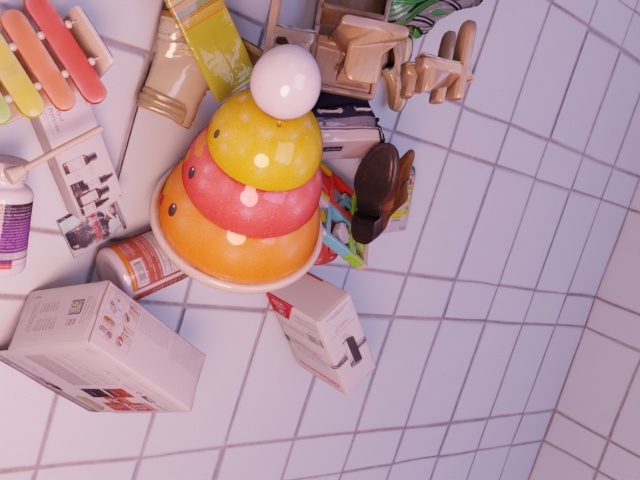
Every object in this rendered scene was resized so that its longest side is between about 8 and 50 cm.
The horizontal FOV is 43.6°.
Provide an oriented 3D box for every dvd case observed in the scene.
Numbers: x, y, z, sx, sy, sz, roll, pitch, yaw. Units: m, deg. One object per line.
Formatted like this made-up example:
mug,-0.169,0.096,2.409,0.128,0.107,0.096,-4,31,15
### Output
dvd case,-0.439,-0.030,1.541,0.119,0.013,0.087,-36,130,-29

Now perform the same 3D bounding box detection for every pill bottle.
pill bottle,-0.547,-0.045,1.358,0.108,0.108,0.193,-2,110,-44
pill bottle,-0.327,0.036,1.604,0.216,0.121,0.121,-25,125,-35

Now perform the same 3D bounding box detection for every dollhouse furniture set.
dollhouse furniture set,0.079,-0.423,1.556,0.362,0.394,0.256,9,95,-7

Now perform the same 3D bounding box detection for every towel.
towel,-0.205,-0.382,1.484,0.102,0.021,0.237,-37,123,-18

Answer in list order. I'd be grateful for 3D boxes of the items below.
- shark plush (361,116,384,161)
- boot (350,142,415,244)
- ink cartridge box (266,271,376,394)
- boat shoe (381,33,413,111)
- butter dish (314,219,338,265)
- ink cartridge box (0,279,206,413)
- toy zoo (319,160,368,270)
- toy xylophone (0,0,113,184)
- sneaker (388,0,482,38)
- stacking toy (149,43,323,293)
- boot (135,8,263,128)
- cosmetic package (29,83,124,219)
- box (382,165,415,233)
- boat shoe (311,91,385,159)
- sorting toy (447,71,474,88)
shark plush,0.126,-0.246,1.975,0.067,0.073,0.161,-10,125,-8
boot,0.179,-0.152,1.902,0.280,0.096,0.264,-43,144,-50
ink cartridge box,0.004,0.223,1.962,0.114,0.197,0.273,-40,132,-24
boat shoe,0.175,-0.409,1.946,0.072,0.068,0.190,-4,102,-31
butter dish,0.000,0.000,1.913,0.160,0.118,0.160,-9,115,-41
ink cartridge box,-0.428,0.218,1.548,0.309,0.271,0.130,50,41,-45
toy zoo,0.017,-0.080,1.857,0.293,0.030,0.192,39,42,-37
toy xylophone,-0.479,-0.242,1.291,0.322,0.081,0.236,-43,99,-28
sneaker,0.252,-0.567,1.912,0.343,0.134,0.146,-16,126,-29
stacking toy,-0.107,-0.163,1.448,0.350,0.350,0.480,-24,153,-36
boot,-0.222,-0.313,1.564,0.262,0.095,0.203,13,99,-45
cosmetic package,-0.442,-0.165,1.441,0.099,0.060,0.239,-35,130,-30
box,0.193,-0.112,2.110,0.105,0.043,0.179,-7,115,-42
boat shoe,-0.030,-0.268,1.778,0.340,0.127,0.158,-2,68,-26
sorting toy,0.361,-0.442,2.126,0.083,0.045,0.075,-33,122,-29
